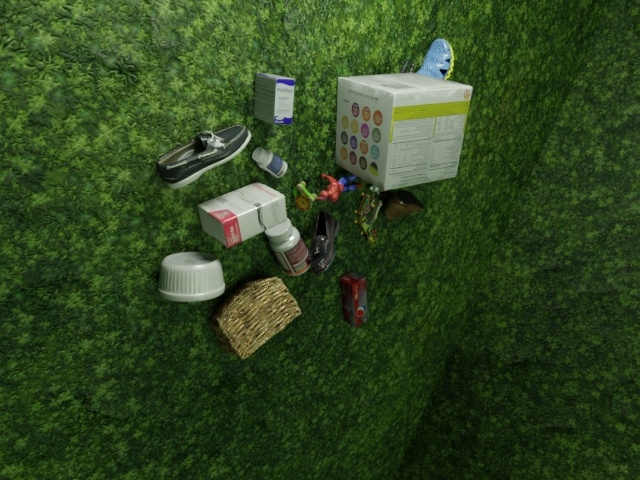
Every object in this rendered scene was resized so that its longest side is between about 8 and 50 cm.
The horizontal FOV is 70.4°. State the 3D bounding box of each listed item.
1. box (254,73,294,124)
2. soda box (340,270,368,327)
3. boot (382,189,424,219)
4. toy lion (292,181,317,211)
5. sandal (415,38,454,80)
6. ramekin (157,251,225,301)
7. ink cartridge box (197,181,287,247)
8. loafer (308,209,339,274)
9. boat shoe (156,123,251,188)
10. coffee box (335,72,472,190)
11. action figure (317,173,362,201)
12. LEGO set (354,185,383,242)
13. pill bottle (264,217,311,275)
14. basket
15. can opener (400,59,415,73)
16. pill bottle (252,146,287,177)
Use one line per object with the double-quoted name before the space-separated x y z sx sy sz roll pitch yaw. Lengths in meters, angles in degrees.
"box" -0.147 -0.446 1.426 0.072 0.126 0.137 -14 121 -37
"soda box" 0.161 0.279 2.138 0.092 0.083 0.264 -28 128 -31
"boot" 0.382 -0.158 2.106 0.305 0.112 0.115 -4 138 -54
"toy lion" -0.067 -0.158 1.696 0.100 0.096 0.034 47 46 -9
"sandal" 0.444 -0.670 1.869 0.138 0.126 0.318 5 107 -40
"ramekin" -0.407 0.107 1.431 0.207 0.207 0.109 -8 107 -40
"ink cartridge box" -0.252 -0.090 1.484 0.237 0.172 0.100 -27 128 -31
"loafer" 0.000 0.000 1.748 0.095 0.109 0.303 51 33 -28
"boat shoe" -0.342 -0.270 1.347 0.302 0.114 0.091 -42 140 -20
"coffee box" 0.284 -0.409 1.656 0.337 0.337 0.335 -14 122 -26
"action figure" 0.050 -0.218 1.775 0.280 0.138 0.092 -36 133 -54
"LEGO set" 0.230 -0.098 1.981 0.132 0.107 0.287 -17 122 -36
"pill bottle" -0.121 0.022 1.706 0.121 0.121 0.221 -42 134 -18
"basket" -0.267 0.275 1.728 0.299 0.223 0.214 -37 99 -23
"can opener" 0.331 -0.637 1.834 0.059 0.073 0.186 14 101 -6
"pill bottle" -0.174 -0.267 1.540 0.120 0.067 0.067 32 89 -48
